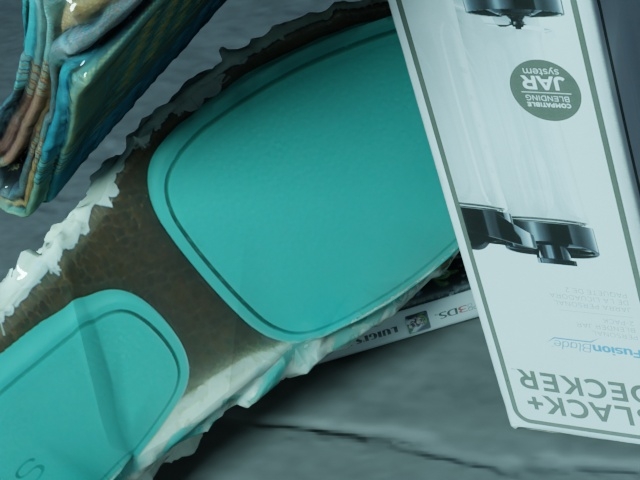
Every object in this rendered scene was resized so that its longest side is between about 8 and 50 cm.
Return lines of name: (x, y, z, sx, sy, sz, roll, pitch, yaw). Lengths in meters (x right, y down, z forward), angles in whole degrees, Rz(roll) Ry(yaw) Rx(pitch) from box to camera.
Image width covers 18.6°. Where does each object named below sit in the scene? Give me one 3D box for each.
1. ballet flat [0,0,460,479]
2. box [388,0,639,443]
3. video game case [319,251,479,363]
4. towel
ballet flat: (-0.079, 0.021, 0.876, 0.409, 0.147, 0.147, -38, 37, -16)
box: (0.116, -0.075, 0.810, 0.087, 0.290, 0.169, 4, 40, 32)
video game case: (0.000, 0.000, 0.999, 0.173, 0.022, 0.190, -17, 32, 1)
towel: (-0.001, -0.173, 0.768, 0.370, 0.040, 0.271, -51, 4, -17)
